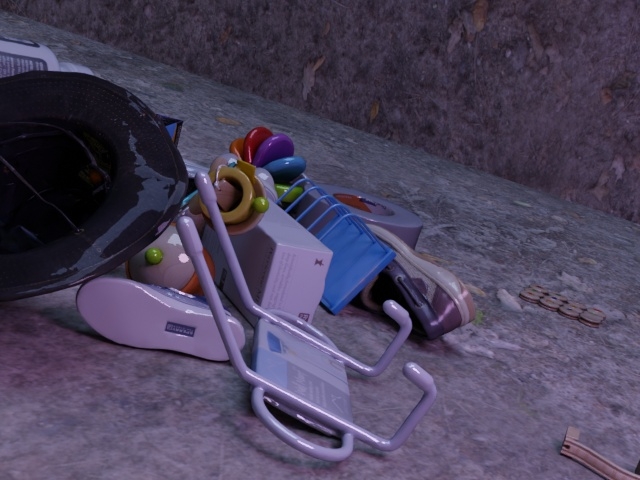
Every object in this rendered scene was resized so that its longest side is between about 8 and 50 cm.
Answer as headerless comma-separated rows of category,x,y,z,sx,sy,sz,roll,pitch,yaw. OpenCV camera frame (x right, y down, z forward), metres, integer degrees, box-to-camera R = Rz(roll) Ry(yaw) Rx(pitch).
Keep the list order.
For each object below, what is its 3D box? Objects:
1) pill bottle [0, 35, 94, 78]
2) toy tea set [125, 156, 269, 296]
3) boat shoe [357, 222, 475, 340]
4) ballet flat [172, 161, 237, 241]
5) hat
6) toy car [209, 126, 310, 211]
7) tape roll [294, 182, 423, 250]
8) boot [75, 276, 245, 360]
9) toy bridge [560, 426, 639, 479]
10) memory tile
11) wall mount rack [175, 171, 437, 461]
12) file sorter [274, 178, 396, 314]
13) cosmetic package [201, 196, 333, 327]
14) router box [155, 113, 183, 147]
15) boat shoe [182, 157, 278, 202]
pill bottle,-0.543,-0.254,1.788,0.318,0.176,0.176,5,18,-40
toy tea set,-0.240,-0.051,1.295,0.336,0.200,0.124,22,-6,17
boat shoe,0.093,0.058,1.510,0.092,0.103,0.285,-30,38,-27
ballet flat,-0.145,-0.041,1.592,0.106,0.107,0.316,49,23,-4
hat,-0.300,-0.026,1.075,0.331,0.134,0.331,5,48,-6
toy car,-0.098,-0.133,1.936,0.182,0.136,0.159,28,17,37
tape roll,0.066,-0.031,1.874,0.219,0.072,0.219,17,13,-4
boot,-0.179,0.081,1.174,0.190,0.069,0.086,22,6,-19
toy bridge,0.358,0.261,1.183,0.188,0.026,0.063,21,17,13
memory tile,0.425,0.112,1.872,0.148,0.012,0.113,23,15,21
wall mount rack,-0.035,0.077,1.120,0.304,0.130,0.350,31,11,-10
file sorter,0.000,0.000,1.497,0.104,0.118,0.170,49,-5,-31
cosmetic package,-0.078,0.022,1.401,0.085,0.117,0.231,9,14,-27
router box,-0.243,-0.079,1.457,0.046,0.179,0.133,17,14,4
boat shoe,-0.181,-0.076,1.775,0.227,0.079,0.081,15,33,-13
